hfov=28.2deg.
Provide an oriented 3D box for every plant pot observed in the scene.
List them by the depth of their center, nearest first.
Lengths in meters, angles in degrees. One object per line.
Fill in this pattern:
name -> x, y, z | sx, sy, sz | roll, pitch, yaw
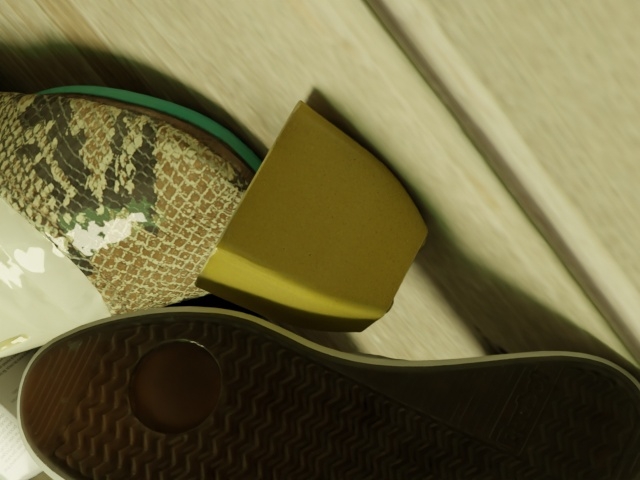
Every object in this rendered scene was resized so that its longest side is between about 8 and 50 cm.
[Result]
plant pot -> 0.000, 0.000, 0.592 | 0.083, 0.081, 0.081 | 30, 162, -4

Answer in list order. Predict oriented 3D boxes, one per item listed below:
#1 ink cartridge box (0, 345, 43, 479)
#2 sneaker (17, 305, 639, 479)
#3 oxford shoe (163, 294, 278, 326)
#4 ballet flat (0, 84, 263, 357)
ink cartridge box -> -0.298, 0.124, 1.279 | 0.330, 0.071, 0.324 | 45, -169, -3
sneaker -> 0.005, 0.102, 0.608 | 0.290, 0.106, 0.123 | 6, 162, 7
oxford shoe -> -0.100, 0.063, 0.934 | 0.363, 0.130, 0.133 | 27, 125, 56
ballet flat -> -0.218, -0.019, 0.833 | 0.482, 0.182, 0.164 | 21, 151, 49
